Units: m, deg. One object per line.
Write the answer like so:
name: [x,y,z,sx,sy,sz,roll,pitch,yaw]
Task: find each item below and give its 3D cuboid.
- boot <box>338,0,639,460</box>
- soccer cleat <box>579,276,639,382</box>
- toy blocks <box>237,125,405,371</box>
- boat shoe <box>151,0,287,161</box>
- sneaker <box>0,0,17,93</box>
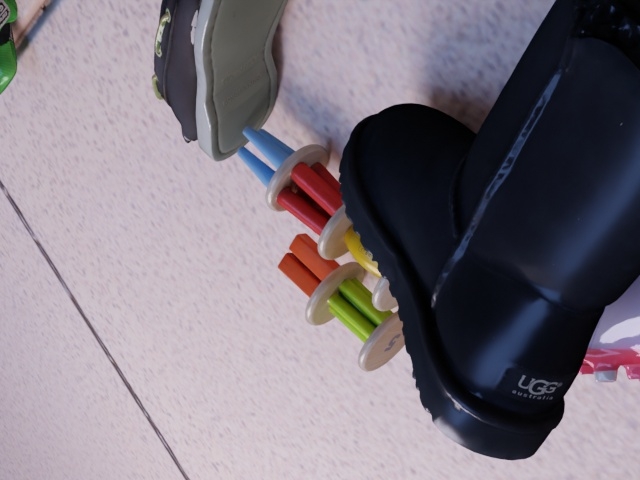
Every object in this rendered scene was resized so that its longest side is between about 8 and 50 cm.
boot: [0.102,-0.050,0.641,0.207,0.094,0.246,-61,25,31]
soccer cleat: [0.165,0.022,0.655,0.248,0.083,0.095,168,102,-65]
toy blocks: [0.000,0.000,0.887,0.148,0.054,0.123,43,148,23]
boat shoe: [-0.065,-0.136,0.819,0.068,0.081,0.228,42,151,17]
sneaker: [-0.286,-0.233,1.036,0.146,0.134,0.343,39,157,15]
